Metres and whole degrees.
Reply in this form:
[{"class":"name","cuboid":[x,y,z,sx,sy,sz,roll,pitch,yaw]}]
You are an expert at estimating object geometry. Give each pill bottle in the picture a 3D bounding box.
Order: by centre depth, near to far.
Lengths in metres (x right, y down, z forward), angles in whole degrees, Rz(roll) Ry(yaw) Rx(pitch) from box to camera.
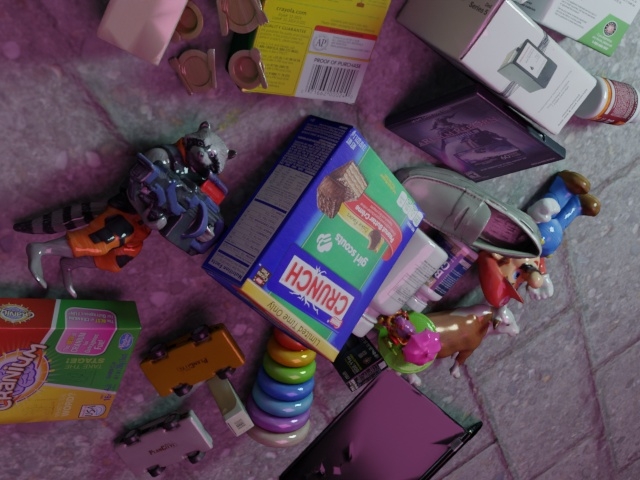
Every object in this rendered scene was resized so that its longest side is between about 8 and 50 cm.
[{"class":"pill bottle","cuboid":[0.121,0.069,1.396,0.229,0.131,0.131,-47,132,7]},{"class":"pill bottle","cuboid":[0.574,-0.274,1.444,0.152,0.086,0.086,3,120,-31]},{"class":"pill bottle","cuboid":[0.231,0.063,1.479,0.094,0.094,0.169,32,102,-41]}]

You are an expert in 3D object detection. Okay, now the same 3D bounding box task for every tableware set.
[{"class":"tableware set","cuboid":[-0.145,-0.276,1.016,0.168,0.020,0.141,-2,116,21]}]

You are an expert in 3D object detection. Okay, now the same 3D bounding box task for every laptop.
[{"class":"laptop","cuboid":[0.170,0.525,1.823,0.382,0.236,0.408,-47,160,8]}]

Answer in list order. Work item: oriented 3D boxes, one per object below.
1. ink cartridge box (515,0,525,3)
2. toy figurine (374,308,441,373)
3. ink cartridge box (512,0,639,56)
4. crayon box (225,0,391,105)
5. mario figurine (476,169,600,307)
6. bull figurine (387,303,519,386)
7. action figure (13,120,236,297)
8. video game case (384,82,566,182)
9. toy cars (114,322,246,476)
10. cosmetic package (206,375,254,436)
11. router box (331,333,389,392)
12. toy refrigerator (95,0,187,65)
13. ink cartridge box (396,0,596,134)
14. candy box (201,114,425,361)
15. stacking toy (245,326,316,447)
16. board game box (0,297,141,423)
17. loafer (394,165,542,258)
[{"class":"ink cartridge box","cuboid":[0.281,-0.506,1.055,0.168,0.171,0.233,-34,131,-4]},{"class":"toy figurine","cuboid":[0.175,0.184,1.433,0.130,0.159,0.173,-37,88,-8]},{"class":"ink cartridge box","cuboid":[0.465,-0.478,1.215,0.201,0.117,0.278,10,116,-35]},{"class":"crayon box","cuboid":[0.003,-0.361,1.042,0.202,0.081,0.319,1,127,-30]},{"class":"mario figurine","cuboid":[0.470,0.019,1.529,0.198,0.170,0.320,41,89,-7]},{"class":"bull figurine","cuboid":[0.278,0.219,1.604,0.310,0.101,0.188,-2,125,-15]},{"class":"action figure","cuboid":[-0.274,-0.062,1.048,0.330,0.178,0.341,-37,163,-10]},{"class":"video game case","cuboid":[0.277,-0.181,1.293,0.274,0.196,0.026,22,66,-39]},{"class":"toy cars","cuboid":[-0.258,0.291,1.362,0.176,0.087,0.394,22,116,-1]},{"class":"cosmetic package","cuboid":[-0.176,0.315,1.410,0.041,0.115,0.060,-31,131,-8]},{"class":"router box","cuboid":[0.070,0.240,1.494,0.092,0.122,0.038,-35,128,-5]},{"class":"toy refrigerator","cuboid":[-0.181,-0.365,0.920,0.094,0.102,0.270,24,108,-16]},{"class":"ink cartridge box","cuboid":[0.283,-0.307,1.178,0.272,0.198,0.115,24,108,-38]},{"class":"candy box","cuboid":[0.000,0.000,1.227,0.317,0.122,0.268,-55,133,-10]},{"class":"stacking toy","cuboid":[-0.061,0.235,1.418,0.141,0.141,0.330,-2,118,-29]},{"class":"board game box","cuboid":[-0.475,0.196,1.163,0.316,0.064,0.242,4,130,-32]},{"class":"loafer","cuboid":[0.281,-0.050,1.374,0.319,0.111,0.112,19,113,-15]}]
